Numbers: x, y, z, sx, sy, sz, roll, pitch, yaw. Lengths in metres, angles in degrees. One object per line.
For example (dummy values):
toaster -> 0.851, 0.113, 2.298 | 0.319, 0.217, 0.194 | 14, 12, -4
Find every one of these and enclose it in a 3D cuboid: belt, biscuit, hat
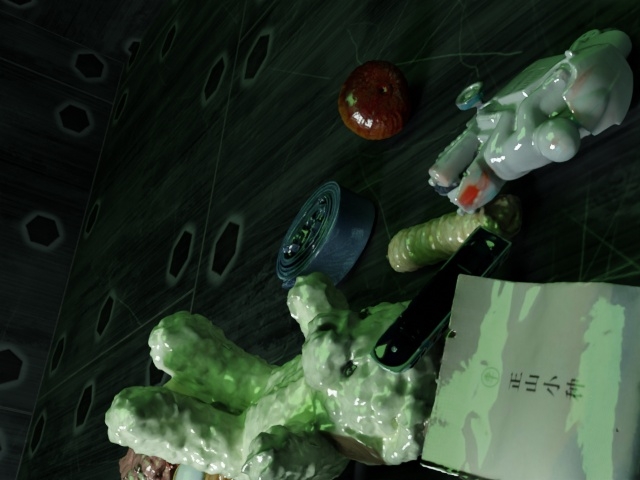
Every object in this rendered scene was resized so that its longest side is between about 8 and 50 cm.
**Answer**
belt -> 0.000, 0.000, 1.248 | 0.190, 0.082, 0.141 | -50, 27, 32
biscuit -> 0.156, -0.006, 0.988 | 0.219, 0.055, 0.061 | -20, 44, 57
hat -> -0.314, 0.436, 1.503 | 0.286, 0.107, 0.236 | -59, 44, 32

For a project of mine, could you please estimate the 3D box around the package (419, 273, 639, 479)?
package -> 0.218, 0.139, 0.731 | 0.251, 0.062, 0.203 | 5, 74, 44

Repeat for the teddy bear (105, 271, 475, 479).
teddy bear -> -0.023, 0.140, 0.947 | 0.362, 0.375, 0.327 | 117, 178, -46

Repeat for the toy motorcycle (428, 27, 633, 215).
toy motorcycle -> 0.229, -0.125, 0.854 | 0.260, 0.110, 0.171 | -41, 19, 12

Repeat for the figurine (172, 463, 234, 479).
figurine -> -0.116, 0.353, 1.161 | 0.263, 0.142, 0.189 | -25, 82, 53

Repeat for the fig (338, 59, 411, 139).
fig -> 0.090, -0.193, 1.230 | 0.119, 0.153, 0.119 | -9, 52, 12

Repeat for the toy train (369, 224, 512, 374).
toy train -> 0.125, 0.065, 0.844 | 0.207, 0.043, 0.047 | -44, -27, -27
